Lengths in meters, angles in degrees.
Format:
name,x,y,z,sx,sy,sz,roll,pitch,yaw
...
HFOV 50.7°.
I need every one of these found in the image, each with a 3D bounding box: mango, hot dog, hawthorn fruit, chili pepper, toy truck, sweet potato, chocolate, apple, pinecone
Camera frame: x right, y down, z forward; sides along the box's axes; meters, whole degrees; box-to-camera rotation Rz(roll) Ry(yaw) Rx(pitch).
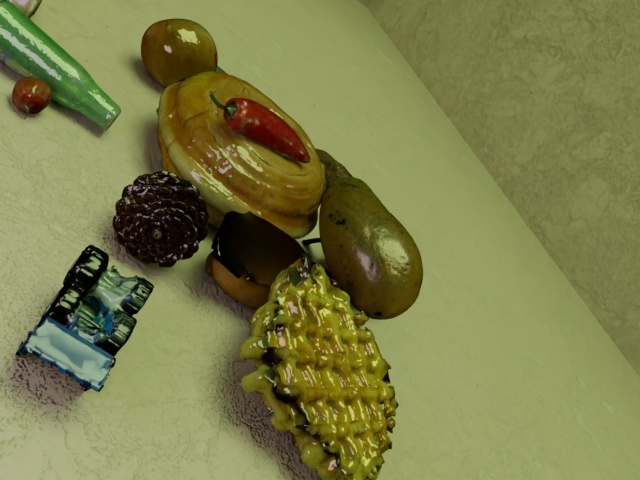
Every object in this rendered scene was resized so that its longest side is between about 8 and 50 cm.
name,x,y,z,sx,sy,sz,roll,pitch,yaw
mango,0.096,0.006,1.408,0.176,0.176,0.329,0,61,-61
hot dog,-0.113,0.075,1.302,0.326,0.107,0.194,45,38,-32
hawthorn fruit,-0.523,-0.249,1.222,0.067,0.067,0.103,22,47,-38
chili pepper,-0.115,-0.224,1.323,0.272,0.071,0.063,25,-3,-42
toy truck,-0.325,0.116,0.919,0.113,0.126,0.208,37,32,-18
sweet potato,0.066,-0.133,1.856,0.341,0.092,0.114,51,3,11
chocolate,-0.515,-0.326,1.300,0.291,0.110,0.110,41,27,-15
apple,-0.338,-0.444,1.629,0.182,0.182,0.155,-13,91,-59
pinecone,-0.278,-0.047,1.188,0.163,0.163,0.165,34,13,-22

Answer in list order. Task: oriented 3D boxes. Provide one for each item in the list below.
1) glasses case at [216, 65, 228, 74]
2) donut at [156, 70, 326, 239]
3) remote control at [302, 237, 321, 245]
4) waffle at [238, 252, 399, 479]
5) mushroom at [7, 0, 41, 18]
name,x,y,z,sx,sy,sz,roll,pitch,yaw
glasses case,-0.268,-0.411,1.794,0.282,0.067,0.109,35,26,-16
donut,-0.166,-0.184,1.480,0.449,0.198,0.449,36,28,-23
remote control,0.000,0.000,1.585,0.034,0.091,0.016,-6,89,-47
waffle,0.014,0.232,1.197,0.379,0.095,0.382,54,30,-15
mushroom,-0.635,-0.549,1.364,0.173,0.162,0.236,32,28,-28
